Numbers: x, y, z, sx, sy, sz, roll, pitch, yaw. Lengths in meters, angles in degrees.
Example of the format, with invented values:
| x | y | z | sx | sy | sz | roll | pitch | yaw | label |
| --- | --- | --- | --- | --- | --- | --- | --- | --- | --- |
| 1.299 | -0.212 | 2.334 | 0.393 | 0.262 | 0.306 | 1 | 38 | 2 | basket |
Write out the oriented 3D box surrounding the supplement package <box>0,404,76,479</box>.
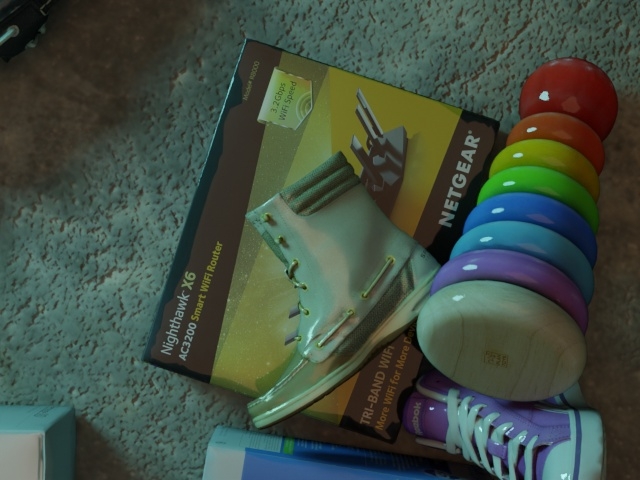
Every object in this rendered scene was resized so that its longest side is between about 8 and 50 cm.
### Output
| x | y | z | sx | sy | sz | roll | pitch | yaw | label |
| --- | --- | --- | --- | --- | --- | --- | --- | --- | --- |
| -0.374 | 0.237 | 1.452 | 0.293 | 0.177 | 0.175 | 1 | 91 | 0 | supplement package |

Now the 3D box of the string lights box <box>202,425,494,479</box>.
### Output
| x | y | z | sx | sy | sz | roll | pitch | yaw | label |
| --- | --- | --- | --- | --- | --- | --- | --- | --- | --- |
| 0.025 | 0.228 | 1.473 | 0.259 | 0.133 | 0.077 | 9 | 91 | 0 | string lights box |

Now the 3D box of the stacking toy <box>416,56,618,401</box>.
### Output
| x | y | z | sx | sy | sz | roll | pitch | yaw | label |
| --- | --- | --- | --- | --- | --- | --- | --- | --- | --- |
| 0.188 | -0.032 | 1.413 | 0.141 | 0.141 | 0.330 | 20 | 56 | 0 | stacking toy |

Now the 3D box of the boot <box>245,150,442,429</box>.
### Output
| x | y | z | sx | sy | sz | roll | pitch | yaw | label |
| --- | --- | --- | --- | --- | --- | --- | --- | --- | --- |
| -0.015 | 0.044 | 1.416 | 0.213 | 0.077 | 0.165 | -41 | 92 | -5 | boot |

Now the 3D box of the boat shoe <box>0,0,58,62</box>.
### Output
| x | y | z | sx | sy | sz | roll | pitch | yaw | label |
| --- | --- | --- | --- | --- | --- | --- | --- | --- | --- |
| -0.307 | -0.200 | 1.485 | 0.302 | 0.114 | 0.091 | -29 | 119 | -8 | boat shoe |

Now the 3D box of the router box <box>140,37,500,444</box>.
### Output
| x | y | z | sx | sy | sz | roll | pitch | yaw | label |
| --- | --- | --- | --- | --- | --- | --- | --- | --- | --- |
| 0.000 | 0.000 | 1.495 | 0.243 | 0.081 | 0.309 | 18 | 91 | 0 | router box |

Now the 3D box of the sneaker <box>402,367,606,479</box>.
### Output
| x | y | z | sx | sy | sz | roll | pitch | yaw | label |
| --- | --- | --- | --- | --- | --- | --- | --- | --- | --- |
| 0.152 | 0.176 | 1.401 | 0.161 | 0.282 | 0.102 | 2 | 102 | -2 | sneaker |
